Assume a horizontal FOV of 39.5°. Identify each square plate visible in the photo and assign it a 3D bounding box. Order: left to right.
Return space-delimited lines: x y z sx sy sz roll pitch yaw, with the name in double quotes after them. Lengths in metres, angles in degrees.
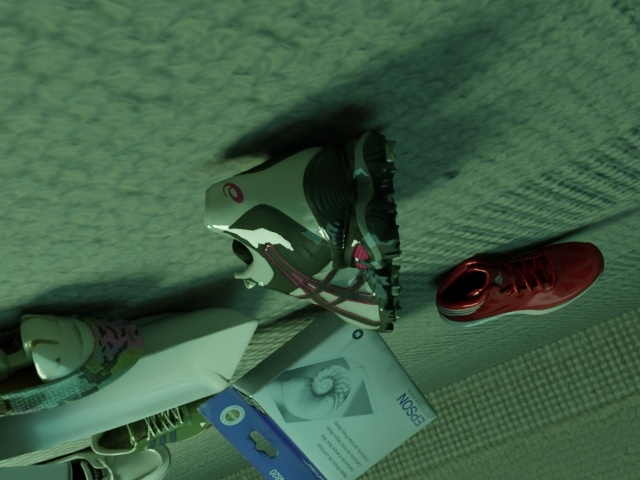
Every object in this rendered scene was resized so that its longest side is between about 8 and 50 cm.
-0.250 0.154 0.901 0.347 0.049 0.344 -15 164 -17 "square plate"

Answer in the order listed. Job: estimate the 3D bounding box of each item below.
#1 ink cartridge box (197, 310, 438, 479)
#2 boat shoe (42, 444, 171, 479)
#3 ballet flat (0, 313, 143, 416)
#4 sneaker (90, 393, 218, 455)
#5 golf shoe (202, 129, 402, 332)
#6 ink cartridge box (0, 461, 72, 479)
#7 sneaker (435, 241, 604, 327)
0.004 0.207 1.072 0.224 0.045 0.223 -37 125 -1 "ink cartridge box"
-0.374 0.384 1.460 0.268 0.096 0.088 -6 165 -17 "boat shoe"
-0.248 0.097 0.694 0.222 0.077 0.079 -15 140 -17 "ballet flat"
-0.235 0.261 1.250 0.192 0.064 0.086 -22 170 18 "sneaker"
0.000 0.000 0.645 0.120 0.105 0.273 -5 159 5 "golf shoe"
-0.438 0.310 0.913 0.310 0.130 0.272 4 161 -27 "ink cartridge box"
0.248 0.053 1.110 0.221 0.087 0.128 -24 165 8 "sneaker"
